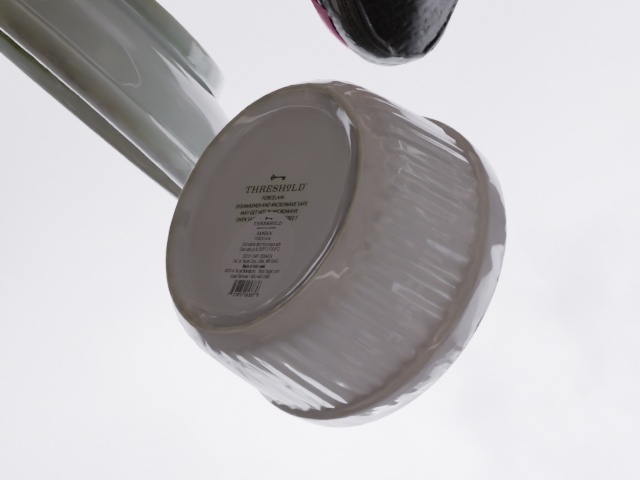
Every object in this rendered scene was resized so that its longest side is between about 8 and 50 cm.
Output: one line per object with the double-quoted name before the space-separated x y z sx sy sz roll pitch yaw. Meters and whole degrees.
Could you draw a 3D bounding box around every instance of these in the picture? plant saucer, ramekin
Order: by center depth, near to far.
"ramekin" 0.000 0.000 0.953 0.207 0.109 0.207 -25 -130 34
"plant saucer" -0.186 -0.160 1.261 0.400 0.400 0.100 38 -95 29

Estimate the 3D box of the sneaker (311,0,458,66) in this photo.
"sneaker" 0.029 -0.089 0.337 0.057 0.047 0.119 41 -50 45
